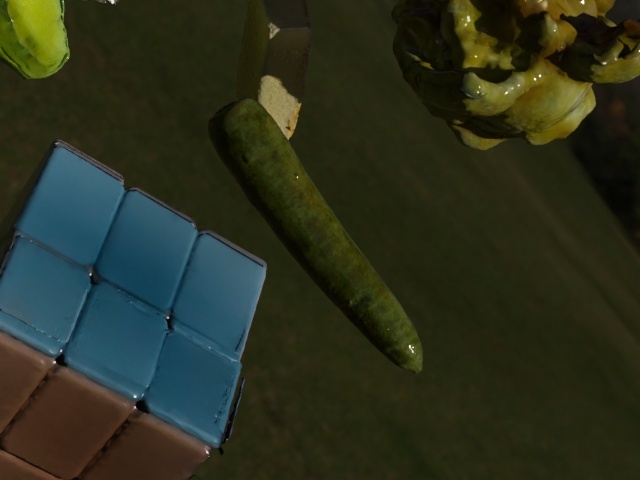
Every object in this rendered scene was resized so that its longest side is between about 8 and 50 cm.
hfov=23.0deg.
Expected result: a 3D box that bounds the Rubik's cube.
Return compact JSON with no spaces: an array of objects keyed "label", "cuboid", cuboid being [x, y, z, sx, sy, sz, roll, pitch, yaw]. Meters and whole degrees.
[{"label":"Rubik's cube","cuboid":[-0.204,0.098,1.341,0.224,0.221,0.231,30,40,-15]}]

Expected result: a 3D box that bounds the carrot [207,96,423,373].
[{"label":"carrot","cuboid":[0.000,0.000,1.703,0.358,0.074,0.074,54,11,-3]}]

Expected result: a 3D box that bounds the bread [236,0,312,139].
[{"label":"bread","cuboid":[-0.057,-0.230,1.983,0.125,0.068,0.188,-106,-159,-45]}]

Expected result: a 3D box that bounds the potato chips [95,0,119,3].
[{"label":"potato chips","cuboid":[-0.231,-0.346,1.532,0.202,0.220,0.029,10,13,-12]}]

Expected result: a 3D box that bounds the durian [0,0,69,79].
[{"label":"durian","cuboid":[-0.371,-0.307,1.858,0.139,0.101,0.250,-55,135,-51]}]

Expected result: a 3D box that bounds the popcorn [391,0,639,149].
[{"label":"popcorn","cuboid":[0.203,-0.240,1.830,0.321,0.290,0.326,30,53,-6]}]
